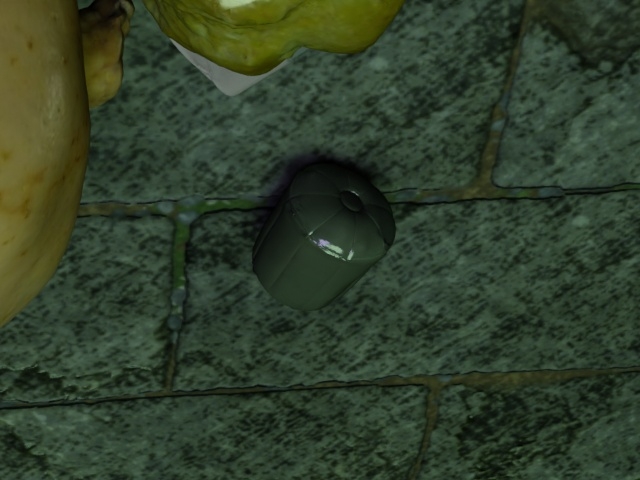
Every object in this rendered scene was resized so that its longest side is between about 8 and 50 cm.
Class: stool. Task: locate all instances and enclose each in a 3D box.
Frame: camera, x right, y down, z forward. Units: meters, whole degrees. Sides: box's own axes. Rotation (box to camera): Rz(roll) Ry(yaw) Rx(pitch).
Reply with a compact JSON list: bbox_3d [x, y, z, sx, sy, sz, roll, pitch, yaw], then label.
[{"bbox_3d":[0.000,0.000,1.444,0.096,0.096,0.110,13,138,-26],"label":"stool"}]

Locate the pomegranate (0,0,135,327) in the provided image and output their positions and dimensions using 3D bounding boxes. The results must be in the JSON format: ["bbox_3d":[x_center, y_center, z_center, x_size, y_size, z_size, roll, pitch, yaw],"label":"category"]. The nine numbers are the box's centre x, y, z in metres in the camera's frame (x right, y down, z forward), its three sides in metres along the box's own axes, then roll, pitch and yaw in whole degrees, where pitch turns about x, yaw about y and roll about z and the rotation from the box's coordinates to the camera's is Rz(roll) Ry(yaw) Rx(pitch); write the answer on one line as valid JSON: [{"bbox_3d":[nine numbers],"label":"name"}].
[{"bbox_3d":[-0.296,-0.100,1.053,0.412,0.411,0.411,-7,137,-7],"label":"pomegranate"}]

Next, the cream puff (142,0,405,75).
[{"bbox_3d":[-0.043,-0.253,1.037,0.270,0.274,0.323,13,129,-39],"label":"cream puff"}]

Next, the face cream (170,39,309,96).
[{"bbox_3d":[0.016,-0.201,1.248,0.269,0.073,0.107,-31,130,18],"label":"face cream"}]
